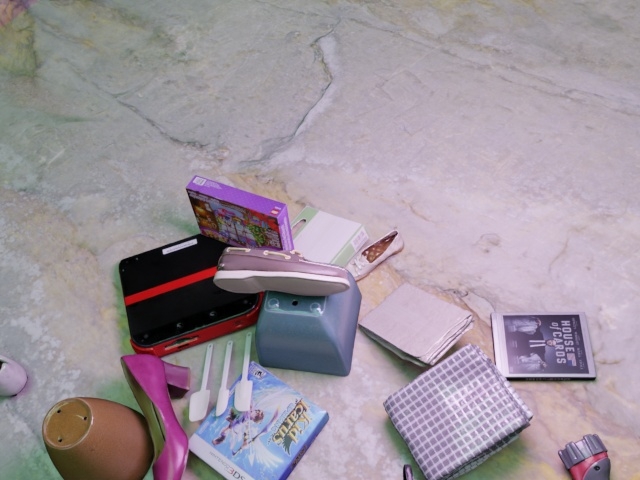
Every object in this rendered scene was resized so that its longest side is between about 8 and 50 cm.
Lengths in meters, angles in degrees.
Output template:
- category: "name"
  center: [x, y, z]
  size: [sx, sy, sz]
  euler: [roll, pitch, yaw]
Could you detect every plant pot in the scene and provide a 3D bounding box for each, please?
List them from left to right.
- category: "plant pot"
  center: [-0.547, 0.469, 1.605]
  size: [0.237, 0.254, 0.237]
  euler: [-4, 57, 6]
- category: "plant pot"
  center: [-0.037, 0.174, 1.717]
  size: [0.247, 0.252, 0.248]
  euler: [5, 60, 10]

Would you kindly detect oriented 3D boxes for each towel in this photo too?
- category: "towel"
  center: [0.241, 0.210, 1.716]
  size: [0.187, 0.049, 0.282]
  euler: [-38, 32, -17]
- category: "towel"
  center: [0.315, 0.399, 1.567]
  size: [0.283, 0.121, 0.235]
  euler: [-37, 58, 8]

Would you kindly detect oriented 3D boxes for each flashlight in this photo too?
- category: "flashlight"
  center: [0.639, 0.578, 1.463]
  size: [0.103, 0.103, 0.304]
  euler: [-25, 57, -2]

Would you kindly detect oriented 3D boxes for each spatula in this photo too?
- category: "spatula"
  center: [-0.248, 0.344, 1.728]
  size: [0.168, 0.019, 0.242]
  euler: [-17, 42, 16]

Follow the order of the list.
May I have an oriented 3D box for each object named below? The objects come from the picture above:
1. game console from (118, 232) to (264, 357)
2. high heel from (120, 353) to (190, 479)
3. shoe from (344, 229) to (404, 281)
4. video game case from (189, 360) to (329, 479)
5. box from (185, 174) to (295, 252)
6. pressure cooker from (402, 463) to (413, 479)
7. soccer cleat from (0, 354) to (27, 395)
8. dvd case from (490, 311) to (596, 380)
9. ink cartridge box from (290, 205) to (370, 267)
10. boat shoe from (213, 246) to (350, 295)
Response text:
- category: "game console"
  center: [-0.367, 0.135, 1.910]
  size: [0.386, 0.060, 0.342]
  euler: [-18, 52, -5]
- category: "high heel"
  center: [-0.418, 0.451, 1.633]
  size: [0.181, 0.127, 0.377]
  euler: [18, 38, -24]
- category: "shoe"
  center: [0.138, 0.041, 1.888]
  size: [0.219, 0.058, 0.076]
  euler: [-33, 60, -12]
- category: "video game case"
  center: [-0.154, 0.471, 1.663]
  size: [0.244, 0.061, 0.269]
  euler: [30, 67, 22]
- category: "box"
  center: [-0.218, -0.056, 1.866]
  size: [0.293, 0.201, 0.057]
  euler: [18, 55, 20]
- category: "pressure cooker"
  center: [0.117, 0.670, 1.309]
  size: [0.420, 0.375, 0.370]
  euler: [-3, 100, 3]
- category: "soccer cleat"
  center: [-0.942, 0.321, 1.814]
  size: [0.331, 0.143, 0.116]
  euler: [13, 61, 16]
- category: "dvd case"
  center: [0.559, 0.266, 1.709]
  size: [0.238, 0.030, 0.179]
  euler: [-2, 59, 7]
- category: "ink cartridge box"
  center: [0.000, 0.000, 1.938]
  size: [0.235, 0.056, 0.171]
  euler: [19, 60, 43]
- category: "boat shoe"
  center: [-0.088, 0.067, 1.575]
  size: [0.324, 0.117, 0.097]
  euler: [1, 62, 15]
